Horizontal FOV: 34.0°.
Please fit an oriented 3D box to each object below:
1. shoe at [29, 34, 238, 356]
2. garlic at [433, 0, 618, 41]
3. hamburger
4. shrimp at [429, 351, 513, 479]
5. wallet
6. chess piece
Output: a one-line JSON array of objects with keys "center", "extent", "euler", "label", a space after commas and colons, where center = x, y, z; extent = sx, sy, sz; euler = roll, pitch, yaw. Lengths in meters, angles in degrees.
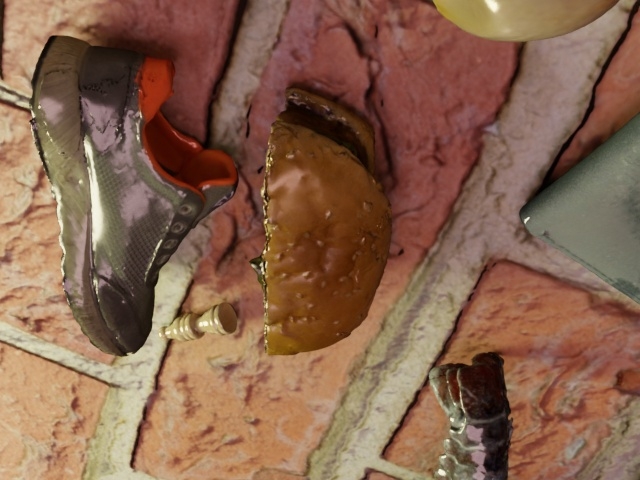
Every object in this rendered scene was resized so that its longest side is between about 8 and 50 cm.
[{"center": [-0.160, -0.037, 1.000], "extent": [0.171, 0.132, 0.336], "euler": [-2, 123, 3], "label": "shoe"}, {"center": [0.130, -0.244, 0.708], "extent": [0.203, 0.185, 0.281], "euler": [16, 176, 45], "label": "garlic"}, {"center": [0.000, 0.000, 0.981], "extent": [0.131, 0.124, 0.262], "euler": [10, 129, 4], "label": "hamburger"}, {"center": [0.144, 0.310, 1.167], "extent": [0.221, 0.166, 0.410], "euler": [-6, 135, -17], "label": "shrimp"}, {"center": [0.364, -0.021, 0.931], "extent": [0.290, 0.054, 0.251], "euler": [31, 131, -18], "label": "wallet"}, {"center": [-0.138, 0.094, 1.141], "extent": [0.092, 0.035, 0.035], "euler": [-16, 121, 27], "label": "chess piece"}]
